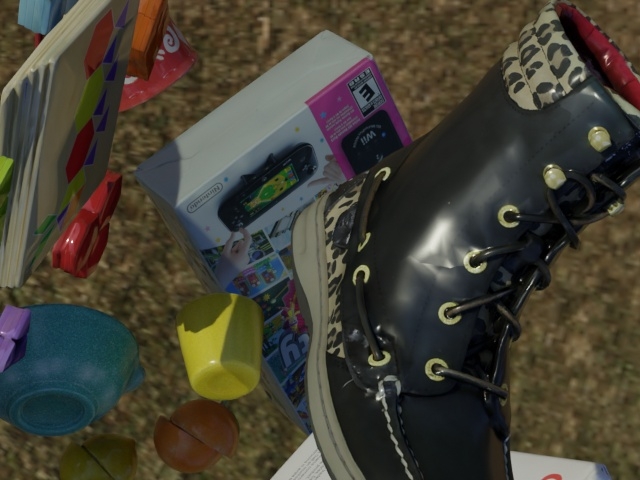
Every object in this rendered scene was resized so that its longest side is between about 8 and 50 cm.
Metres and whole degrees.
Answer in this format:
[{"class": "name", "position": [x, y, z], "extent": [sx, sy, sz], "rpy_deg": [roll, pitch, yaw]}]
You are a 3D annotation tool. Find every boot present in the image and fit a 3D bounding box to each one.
[{"class": "boot", "position": [0.077, 0.018, 0.670], "extent": [0.085, 0.236, 0.178], "rpy_deg": [28, 121, -34]}]

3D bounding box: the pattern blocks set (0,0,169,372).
[{"class": "pattern blocks set", "position": [-0.156, -0.067, 0.946], "extent": [0.026, 0.285, 0.325], "rpy_deg": [21, 120, 5]}]

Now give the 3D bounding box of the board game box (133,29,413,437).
[{"class": "board game box", "position": [0.000, 0.000, 1.430], "extent": [0.224, 0.097, 0.303], "rpy_deg": [-38, 127, -13]}]

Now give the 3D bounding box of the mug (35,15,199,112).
[{"class": "mug", "position": [-0.231, -0.222, 1.619], "extent": [0.150, 0.113, 0.169], "rpy_deg": [-34, 111, -6]}]

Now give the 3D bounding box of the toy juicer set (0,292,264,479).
[{"class": "toy juicer set", "position": [-0.212, 0.121, 1.235], "extent": [0.329, 0.089, 0.209], "rpy_deg": [-1, 140, -9]}]

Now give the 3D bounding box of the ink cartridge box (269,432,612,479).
[{"class": "ink cartridge box", "position": [0.058, 0.240, 1.080], "extent": [0.198, 0.273, 0.115], "rpy_deg": [-45, 119, -33]}]
